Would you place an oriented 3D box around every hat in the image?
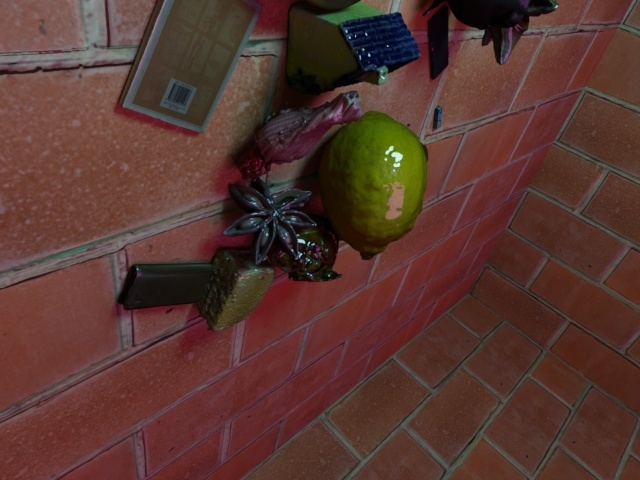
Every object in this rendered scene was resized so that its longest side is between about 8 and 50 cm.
[{"bbox_3d":[0.341,-0.639,0.989,0.238,0.209,0.336,157,-59,-74],"label":"hat"},{"bbox_3d":[-0.052,-0.217,0.880,0.286,0.107,0.237,-30,-169,12],"label":"hat"}]

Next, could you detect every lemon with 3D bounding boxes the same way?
[{"bbox_3d":[0.125,-0.137,1.078,0.285,0.285,0.316,57,31,-60],"label":"lemon"}]

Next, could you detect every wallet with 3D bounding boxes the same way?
[{"bbox_3d":[-0.331,0.096,0.970,0.198,0.031,0.110,3,122,-55],"label":"wallet"}]

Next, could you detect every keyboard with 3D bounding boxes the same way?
[{"bbox_3d":[0.321,-0.530,1.209,0.074,0.015,0.196,-50,152,-11],"label":"keyboard"}]

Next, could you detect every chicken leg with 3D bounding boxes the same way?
[{"bbox_3d":[0.005,0.008,1.168,0.140,0.212,0.361,-32,164,38],"label":"chicken leg"}]

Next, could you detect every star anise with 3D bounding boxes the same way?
[{"bbox_3d":[-0.113,-0.039,0.986,0.212,0.073,0.197,17,76,-21],"label":"star anise"},{"bbox_3d":[0.476,-0.617,1.080,0.109,0.350,0.292,11,136,-29],"label":"star anise"}]

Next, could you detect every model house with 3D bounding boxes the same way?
[{"bbox_3d":[0.072,-0.349,0.856,0.194,0.211,0.170,-28,142,-38],"label":"model house"}]

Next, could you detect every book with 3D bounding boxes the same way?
[{"bbox_3d":[-0.202,-0.301,0.714,0.170,0.018,0.242,5,120,-58],"label":"book"}]

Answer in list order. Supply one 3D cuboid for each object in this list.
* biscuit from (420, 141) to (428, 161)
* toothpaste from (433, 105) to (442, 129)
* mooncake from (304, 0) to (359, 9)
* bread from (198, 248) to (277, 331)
[{"bbox_3d":[0.226,-0.186,1.394,0.296,0.075,0.296,-40,158,-20],"label":"biscuit"},{"bbox_3d":[0.379,-0.396,1.440,0.020,0.017,0.083,-42,150,-18],"label":"toothpaste"},{"bbox_3d":[0.028,-0.493,0.714,0.235,0.117,0.235,-40,164,-14],"label":"mooncake"},{"bbox_3d":[-0.211,0.118,1.094,0.138,0.102,0.196,-4,129,-51],"label":"bread"}]
